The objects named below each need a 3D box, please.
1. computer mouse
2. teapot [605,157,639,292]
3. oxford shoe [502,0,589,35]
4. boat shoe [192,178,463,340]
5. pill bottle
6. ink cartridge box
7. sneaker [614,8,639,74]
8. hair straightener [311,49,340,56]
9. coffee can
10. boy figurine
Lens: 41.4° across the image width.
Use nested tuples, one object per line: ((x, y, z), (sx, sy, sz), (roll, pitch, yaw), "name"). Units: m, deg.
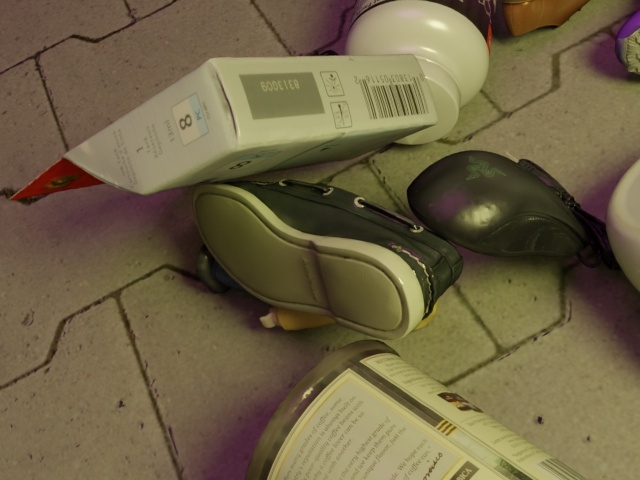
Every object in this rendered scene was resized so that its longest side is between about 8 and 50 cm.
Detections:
((0.196, -0.045, 0.847), (0.188, 0.272, 0.072), (46, 121, 35), "computer mouse")
((0.408, -0.001, 0.787), (0.256, 0.187, 0.252), (-30, 21, 17), "teapot")
((0.326, -0.328, 1.129), (0.212, 0.076, 0.076), (-23, 32, -18), "oxford shoe")
((0.000, -0.004, 0.855), (0.113, 0.127, 0.340), (-29, 27, -33), "boat shoe")
((0.132, -0.285, 1.087), (0.181, 0.181, 0.323), (0, 55, 19), "pill bottle")
((-0.111, -0.090, 0.930), (0.385, 0.308, 0.091), (-22, 86, 42), "ink cartridge box")
((0.463, -0.307, 1.049), (0.293, 0.102, 0.146), (-30, 44, -8), "sneaker")
((-0.045, -0.193, 1.177), (0.230, 0.047, 0.089), (-30, 51, -9), "hair straightener")
((0.100, 0.236, 0.699), (0.275, 0.201, 0.201), (31, 69, 34), "coffee can")
((0.005, 0.028, 0.959), (0.285, 0.092, 0.177), (10, 59, 25), "boy figurine")
